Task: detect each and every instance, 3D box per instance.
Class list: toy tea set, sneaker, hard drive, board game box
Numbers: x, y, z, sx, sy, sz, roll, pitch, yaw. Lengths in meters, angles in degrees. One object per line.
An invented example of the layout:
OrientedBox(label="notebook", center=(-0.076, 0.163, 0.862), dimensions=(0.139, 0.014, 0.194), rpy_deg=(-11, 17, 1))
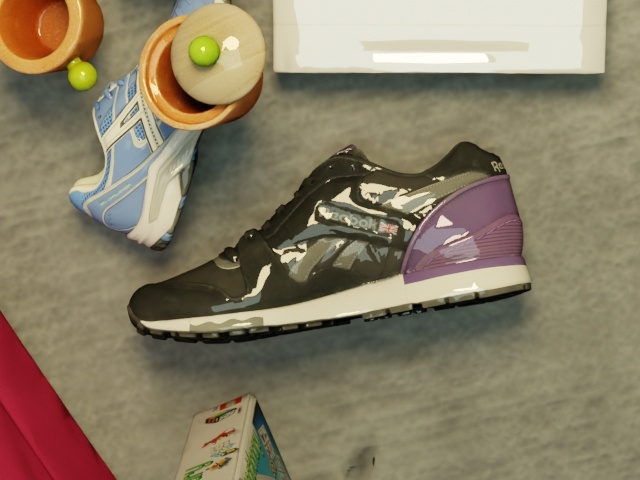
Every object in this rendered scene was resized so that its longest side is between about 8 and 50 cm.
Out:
OrientedBox(label="toy tea set", center=(-0.177, -0.192, 1.122), dimensions=(0.336, 0.124, 0.200), rpy_deg=(21, 97, 17))
OrientedBox(label="sneaker", center=(-0.114, -0.100, 1.199), dimensions=(0.081, 0.080, 0.211), rpy_deg=(17, 98, -5))
OrientedBox(label="hard drive", center=(0.083, -0.293, 1.179), dimensions=(0.233, 0.047, 0.353), rpy_deg=(0, 100, 1))
OrientedBox(label="sneaker", center=(0.000, 0.000, 1.218), dimensions=(0.283, 0.107, 0.124), rpy_deg=(-9, 85, -1))
OrientedBox(label="board game box", center=(-0.038, 0.231, 1.139), dimensions=(0.053, 0.305, 0.193), rpy_deg=(-22, 98, 4))

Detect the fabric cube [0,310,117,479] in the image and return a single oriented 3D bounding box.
OrientedBox(label="fabric cube", center=(-0.318, 0.169, 1.160), dimensions=(0.254, 0.259, 0.258), rpy_deg=(-31, 98, 5))
